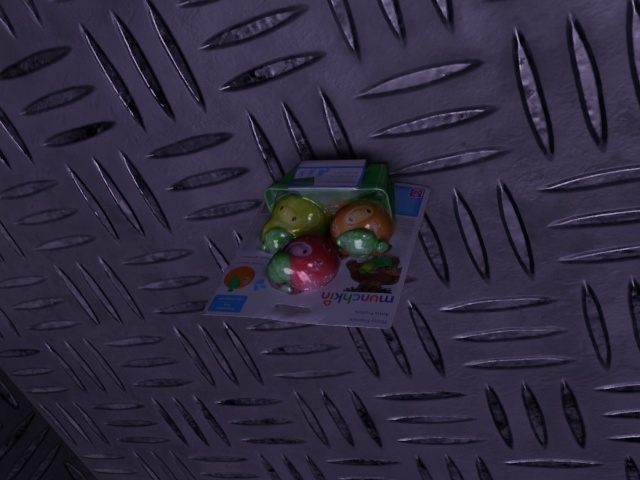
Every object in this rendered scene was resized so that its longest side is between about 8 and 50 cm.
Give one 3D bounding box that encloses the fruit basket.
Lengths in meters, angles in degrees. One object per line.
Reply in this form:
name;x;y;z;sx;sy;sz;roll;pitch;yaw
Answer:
fruit basket;0.000;0.000;1.122;0.327;0.353;0.165;2;127;22
